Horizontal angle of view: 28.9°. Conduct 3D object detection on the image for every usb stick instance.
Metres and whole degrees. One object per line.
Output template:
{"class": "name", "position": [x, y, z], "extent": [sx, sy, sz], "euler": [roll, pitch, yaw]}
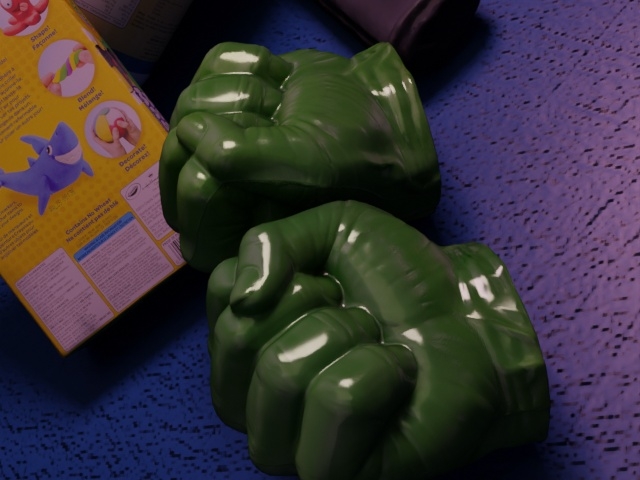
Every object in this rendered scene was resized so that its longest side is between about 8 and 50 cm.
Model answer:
{"class": "usb stick", "position": [0.006, -0.195, 0.798], "extent": [0.077, 0.045, 0.278], "euler": [-51, 46, 11]}

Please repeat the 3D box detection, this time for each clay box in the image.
{"class": "clay box", "position": [-0.162, -0.059, 0.724], "extent": [0.127, 0.053, 0.222], "euler": [-37, 90, 6]}

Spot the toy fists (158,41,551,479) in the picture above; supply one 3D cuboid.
{"class": "toy fists", "position": [0.000, 0.000, 0.608], "extent": [0.142, 0.096, 0.279], "euler": [-14, 50, -8]}

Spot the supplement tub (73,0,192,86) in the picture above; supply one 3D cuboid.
{"class": "supplement tub", "position": [-0.133, -0.211, 0.802], "extent": [0.144, 0.144, 0.200], "euler": [43, 106, 43]}
